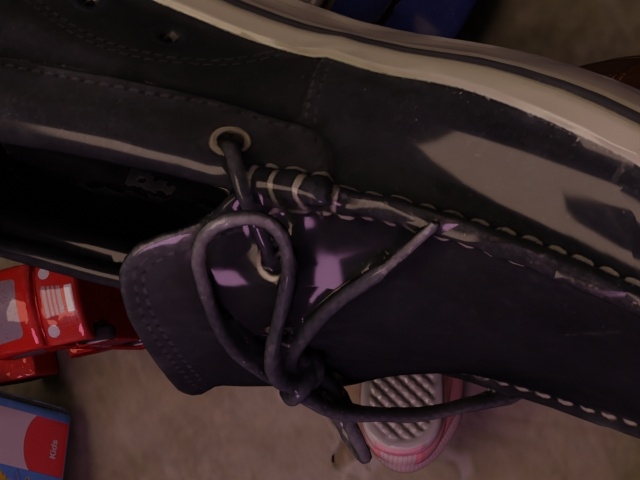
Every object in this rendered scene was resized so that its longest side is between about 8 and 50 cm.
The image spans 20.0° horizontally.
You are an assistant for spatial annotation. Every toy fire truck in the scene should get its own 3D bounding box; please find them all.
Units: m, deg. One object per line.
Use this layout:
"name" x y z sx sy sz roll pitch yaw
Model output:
"toy fire truck" -0.148 0.043 0.959 0.135 0.192 0.047 -13 84 14

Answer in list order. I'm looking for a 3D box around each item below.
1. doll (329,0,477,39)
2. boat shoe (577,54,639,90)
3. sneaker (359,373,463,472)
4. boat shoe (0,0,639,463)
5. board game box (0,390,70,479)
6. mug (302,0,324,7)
"doll" 0.058 -0.152 0.814 0.129 0.046 0.189 52 125 27
"boat shoe" 0.139 -0.043 0.736 0.178 0.060 0.064 7 97 43
"sneaker" 0.043 0.044 0.839 0.051 0.070 0.134 5 65 8
"boat shoe" 0.000 0.000 0.727 0.500 0.187 0.156 23 67 22
"board game box" -0.284 0.257 1.061 0.302 0.086 0.308 -18 60 45
"mug" -0.092 -0.178 0.894 0.113 0.150 0.169 -51 50 -2
